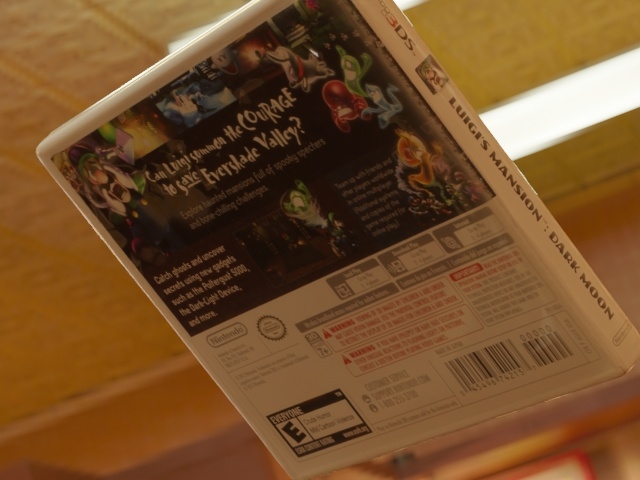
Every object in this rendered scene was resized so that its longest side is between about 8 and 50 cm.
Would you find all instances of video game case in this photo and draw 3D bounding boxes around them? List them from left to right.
[{"bbox_3d":[0.000,0.000,0.724,0.190,0.173,0.022,-25,16,49],"label":"video game case"}]
